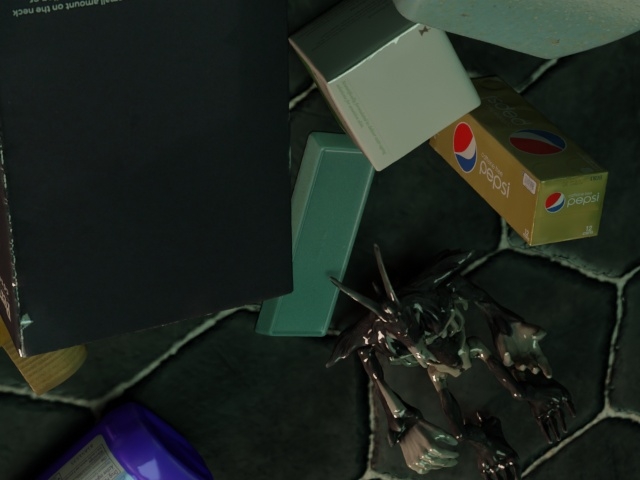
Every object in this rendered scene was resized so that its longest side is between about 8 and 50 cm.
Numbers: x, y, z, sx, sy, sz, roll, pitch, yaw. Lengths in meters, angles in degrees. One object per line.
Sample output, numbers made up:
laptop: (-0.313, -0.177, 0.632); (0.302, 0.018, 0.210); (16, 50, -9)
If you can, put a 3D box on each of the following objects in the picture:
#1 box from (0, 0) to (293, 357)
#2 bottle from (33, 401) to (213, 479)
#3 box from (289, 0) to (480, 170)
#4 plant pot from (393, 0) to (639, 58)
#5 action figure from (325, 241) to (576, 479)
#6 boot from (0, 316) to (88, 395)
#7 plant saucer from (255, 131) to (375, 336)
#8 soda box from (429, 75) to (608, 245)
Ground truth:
box: (-0.160, -0.160, 1.119); (0.179, 0.343, 0.312); (-12, 125, -19)
bottle: (-0.223, 0.263, 1.512); (0.283, 0.092, 0.118); (-42, 129, 4)
box: (0.050, -0.131, 1.398); (0.102, 0.087, 0.101); (-34, 128, -3)
plant pot: (0.156, -0.274, 1.273); (0.247, 0.247, 0.252); (10, 133, -30)
action figure: (0.121, 0.113, 1.555); (0.164, 0.141, 0.276); (-43, 131, 7)
boot: (-0.335, 0.078, 1.349); (0.295, 0.104, 0.211); (-34, 123, -9)
plant saucer: (0.000, 0.000, 1.502); (0.067, 0.018, 0.192); (2, 118, -27)
soda box: (0.153, -0.066, 1.428); (0.061, 0.181, 0.058); (-8, 123, -21)
